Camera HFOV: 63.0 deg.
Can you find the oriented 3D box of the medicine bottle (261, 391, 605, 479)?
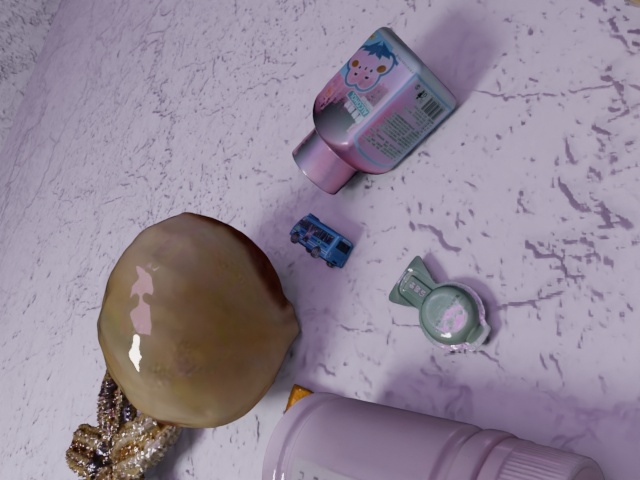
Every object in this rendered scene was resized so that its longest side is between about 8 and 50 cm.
[{"bbox_3d":[0.079,0.206,0.418,0.250,0.133,0.133,-5,67,43],"label":"medicine bottle"}]

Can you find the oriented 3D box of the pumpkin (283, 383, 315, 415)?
[{"bbox_3d":[-0.014,0.207,0.580,0.101,0.035,0.073,7,78,44],"label":"pumpkin"}]

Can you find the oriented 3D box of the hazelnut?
[{"bbox_3d":[-0.148,0.102,0.647,0.261,0.241,0.261,-171,90,-72],"label":"hazelnut"}]

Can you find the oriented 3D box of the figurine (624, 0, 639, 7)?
[{"bbox_3d":[0.357,-0.314,0.388,0.257,0.181,0.208,-59,3,2],"label":"figurine"}]

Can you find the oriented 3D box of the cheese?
[{"bbox_3d":[0.119,0.065,0.525,0.067,0.026,0.121,-56,43,7],"label":"cheese"}]

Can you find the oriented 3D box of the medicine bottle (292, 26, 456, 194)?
[{"bbox_3d":[0.055,-0.148,0.642,0.188,0.094,0.119,-44,47,20],"label":"medicine bottle"}]

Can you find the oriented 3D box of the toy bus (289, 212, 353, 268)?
[{"bbox_3d":[0.000,0.000,0.664,0.083,0.038,0.046,34,91,46],"label":"toy bus"}]

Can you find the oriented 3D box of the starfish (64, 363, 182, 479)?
[{"bbox_3d":[-0.309,0.330,0.758,0.303,0.113,0.312,-1,61,41],"label":"starfish"}]
